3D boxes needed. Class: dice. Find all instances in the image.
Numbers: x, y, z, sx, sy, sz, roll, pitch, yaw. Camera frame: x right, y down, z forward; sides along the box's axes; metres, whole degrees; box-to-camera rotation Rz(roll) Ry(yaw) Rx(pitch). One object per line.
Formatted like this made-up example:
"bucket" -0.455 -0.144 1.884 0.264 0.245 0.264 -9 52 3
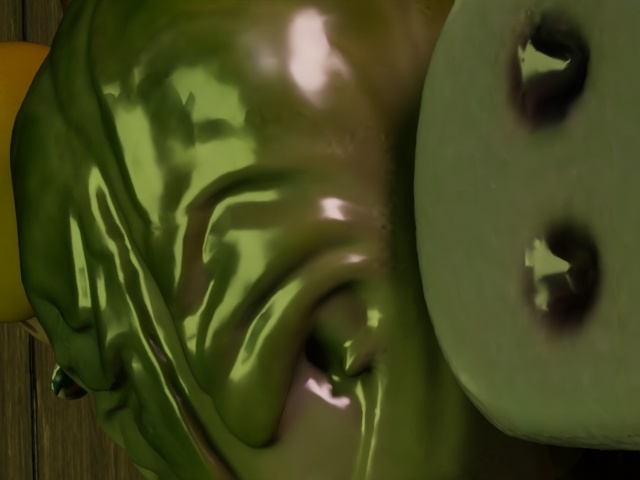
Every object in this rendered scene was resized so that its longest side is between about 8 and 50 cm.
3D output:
"dice" 0.158 -0.020 0.544 0.194 0.193 0.192 -7 82 57

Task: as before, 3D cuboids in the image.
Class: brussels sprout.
"brussels sprout" 0.002 0.002 0.724 0.289 0.281 0.355 -41 58 43

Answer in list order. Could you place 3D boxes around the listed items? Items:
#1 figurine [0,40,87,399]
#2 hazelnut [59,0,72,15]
"figurine" -0.150 0.017 0.952 0.215 0.344 0.187 17 68 45
"hazelnut" -0.066 -0.185 0.924 0.208 0.208 0.208 8 100 58
